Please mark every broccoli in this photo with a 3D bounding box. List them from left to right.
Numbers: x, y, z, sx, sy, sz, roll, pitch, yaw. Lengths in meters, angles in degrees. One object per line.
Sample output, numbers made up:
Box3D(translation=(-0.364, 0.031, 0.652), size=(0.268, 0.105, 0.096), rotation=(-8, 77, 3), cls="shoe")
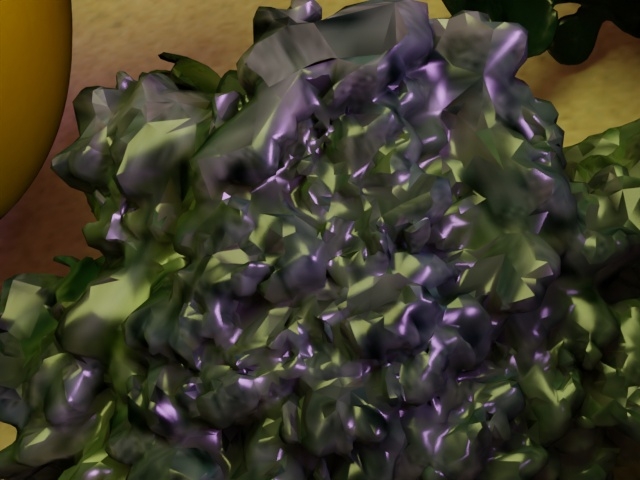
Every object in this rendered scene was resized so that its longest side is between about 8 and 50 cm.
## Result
Box3D(translation=(0.018, -0.005, 0.493), size=(0.198, 0.177, 0.275), rotation=(-22, 26, 8), cls="broccoli")

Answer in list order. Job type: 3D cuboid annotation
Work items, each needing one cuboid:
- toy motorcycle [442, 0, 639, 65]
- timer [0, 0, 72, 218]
Box3D(translation=(0.128, -0.101, 0.528), size=(0.187, 0.125, 0.275), rotation=(-31, 28, 4), cls="toy motorcycle")
Box3D(translation=(-0.155, -0.113, 0.600), size=(0.285, 0.285, 0.285), rotation=(-12, 41, 10), cls="timer")
